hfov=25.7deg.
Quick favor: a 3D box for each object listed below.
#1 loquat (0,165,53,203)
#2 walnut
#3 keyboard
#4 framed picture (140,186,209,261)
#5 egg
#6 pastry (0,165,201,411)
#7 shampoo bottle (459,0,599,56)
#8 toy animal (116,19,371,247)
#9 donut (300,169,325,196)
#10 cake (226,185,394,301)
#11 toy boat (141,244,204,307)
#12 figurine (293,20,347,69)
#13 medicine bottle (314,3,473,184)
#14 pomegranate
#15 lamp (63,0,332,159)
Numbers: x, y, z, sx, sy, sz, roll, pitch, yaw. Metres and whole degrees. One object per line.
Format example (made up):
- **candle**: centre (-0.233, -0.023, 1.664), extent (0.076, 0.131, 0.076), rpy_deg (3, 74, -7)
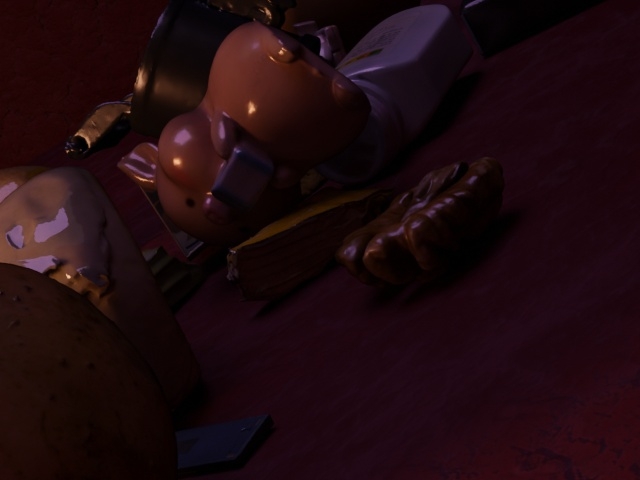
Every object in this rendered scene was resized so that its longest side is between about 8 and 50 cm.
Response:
- **loquat**: centre (-0.405, -0.008, 1.934), extent (0.213, 0.213, 0.213), rpy_deg (-28, 15, 8)
- **walnut**: centre (0.095, -0.011, 1.253), extent (0.170, 0.069, 0.143), rpy_deg (-38, 16, -33)
- **keyboard**: centre (-0.114, 0.174, 1.147), extent (0.176, 0.014, 0.055), rpy_deg (-17, 21, 41)
- **framed picture**: centre (-0.141, -0.067, 1.707), extent (0.136, 0.010, 0.201), rpy_deg (-41, 37, 1)
- **egg**: centre (0.019, -0.424, 2.286), extent (0.301, 0.301, 0.374), rpy_deg (-32, 26, -5)
- **pastry**: centre (-0.208, 0.059, 1.266), extent (0.133, 0.264, 0.265), rpy_deg (-31, 15, -12)
- **shampoo bottle**: centre (0.312, -0.340, 1.887), extent (0.246, 0.080, 0.079), rpy_deg (-25, 17, 19)
- **toy animal**: centre (-0.070, -0.100, 1.499), extent (0.256, 0.195, 0.213), rpy_deg (-51, 16, 13)
- **donut**: centre (-0.100, -0.070, 1.774), extent (0.217, 0.085, 0.141), rpy_deg (-22, 16, 21)
- **cake**: centre (0.001, 0.004, 1.412), extent (0.116, 0.079, 0.185), rpy_deg (-2, 20, 37)
- **toy boat**: centre (-0.243, 0.085, 1.547), extent (0.111, 0.084, 0.276), rpy_deg (-14, 21, 41)
- **figurine**: centre (-0.063, -0.221, 2.083), extent (0.237, 0.141, 0.162), rpy_deg (-34, 11, -14)
- **medicine bottle**: centre (0.075, -0.183, 1.746), extent (0.179, 0.124, 0.324), rpy_deg (-24, 15, 28)
- **pomegranate**: centre (-0.235, 0.154, 0.985), extent (0.281, 0.281, 0.281), rpy_deg (-28, 15, 8)
- **lamp**: centre (-0.122, -0.196, 1.893), extent (0.374, 0.272, 0.205), rpy_deg (-52, 0, 13)
